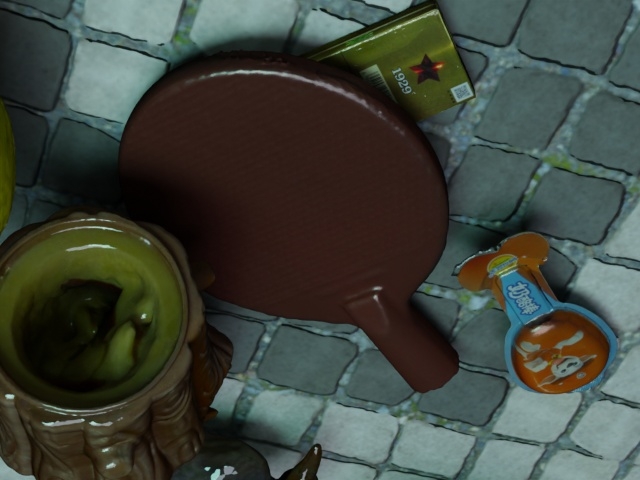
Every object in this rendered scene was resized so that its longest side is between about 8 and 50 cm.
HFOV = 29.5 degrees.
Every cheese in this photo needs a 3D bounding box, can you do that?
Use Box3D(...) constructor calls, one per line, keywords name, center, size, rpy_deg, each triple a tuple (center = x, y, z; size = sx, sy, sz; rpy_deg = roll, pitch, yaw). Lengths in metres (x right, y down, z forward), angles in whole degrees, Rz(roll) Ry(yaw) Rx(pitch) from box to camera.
Box3D(name="cheese", center=(0.204, 0.077, 1.122), size=(0.106, 0.037, 0.256), rpy_deg=(-29, 134, 12))

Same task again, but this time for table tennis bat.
Box3D(name="table tennis bat", center=(0.000, 0.000, 1.052), size=(0.268, 0.051, 0.415), rpy_deg=(-22, 129, 26))

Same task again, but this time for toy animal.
Box3D(name="toy animal", center=(-0.148, 0.205, 1.176), size=(0.298, 0.122, 0.185), rpy_deg=(1, 129, -1))

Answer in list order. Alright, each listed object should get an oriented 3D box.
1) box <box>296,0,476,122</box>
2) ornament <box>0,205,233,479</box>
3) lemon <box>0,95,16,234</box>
Box3D(name="box", center=(0.048, -0.129, 0.978), size=(0.133, 0.023, 0.090), rpy_deg=(-22, 128, 14))
Box3D(name="ornament", center=(-0.183, 0.100, 0.983), size=(0.235, 0.221, 0.218), rpy_deg=(-5, 156, -7))
Box3D(name="lemon", center=(-0.351, -0.051, 0.857), size=(0.293, 0.293, 0.293), rpy_deg=(-1, 129, -1))
